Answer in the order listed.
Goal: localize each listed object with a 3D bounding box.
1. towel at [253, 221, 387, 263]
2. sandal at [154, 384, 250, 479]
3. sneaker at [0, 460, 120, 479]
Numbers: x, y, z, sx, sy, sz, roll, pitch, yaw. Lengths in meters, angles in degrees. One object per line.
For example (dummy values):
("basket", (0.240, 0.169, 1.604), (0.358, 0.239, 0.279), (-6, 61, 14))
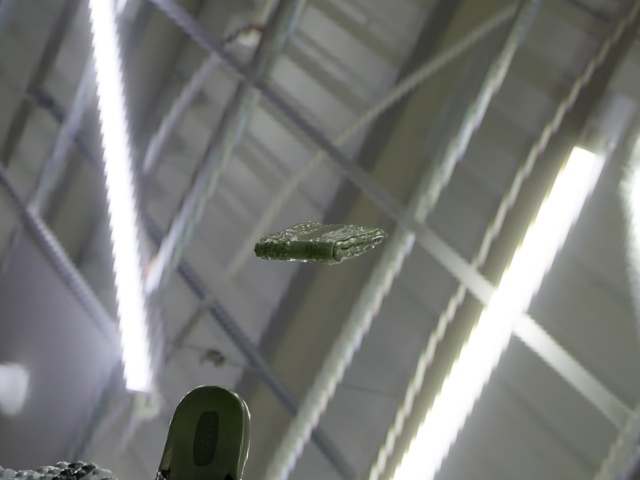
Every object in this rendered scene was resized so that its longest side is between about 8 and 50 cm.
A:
("towel", (0.000, 0.000, 1.757), (0.110, 0.148, 0.027), (3, -79, 25))
("sandal", (-0.137, 0.283, 1.740), (0.086, 0.120, 0.302), (92, -2, -55))
("sneaker", (-0.317, 0.318, 1.781), (0.292, 0.110, 0.118), (-6, -74, 38))
